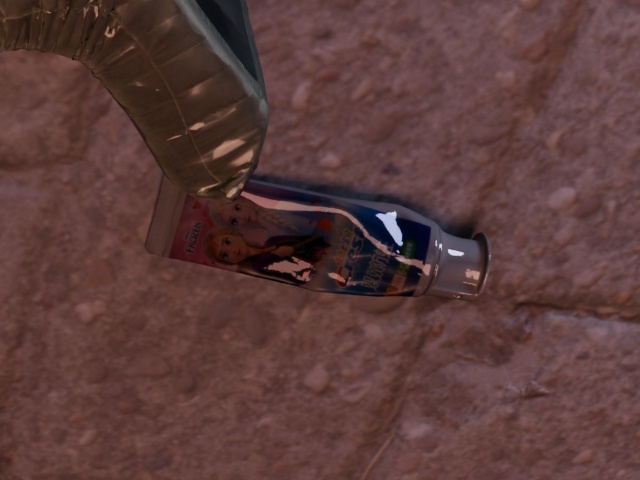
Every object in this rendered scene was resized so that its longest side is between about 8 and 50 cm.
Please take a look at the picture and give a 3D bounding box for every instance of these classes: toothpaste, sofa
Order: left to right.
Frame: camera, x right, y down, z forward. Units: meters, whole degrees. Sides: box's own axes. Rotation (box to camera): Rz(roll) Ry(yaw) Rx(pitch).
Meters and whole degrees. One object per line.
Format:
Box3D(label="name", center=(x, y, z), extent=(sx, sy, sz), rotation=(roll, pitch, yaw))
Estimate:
Box3D(label="sofa", center=(-0.156, -0.139, 1.043), extent=(0.176, 0.210, 0.225), rotation=(-29, 131, 12))
Box3D(label="toothpaste", center=(0.000, 0.000, 1.303), extent=(0.266, 0.061, 0.096), rotation=(10, 129, -12))
